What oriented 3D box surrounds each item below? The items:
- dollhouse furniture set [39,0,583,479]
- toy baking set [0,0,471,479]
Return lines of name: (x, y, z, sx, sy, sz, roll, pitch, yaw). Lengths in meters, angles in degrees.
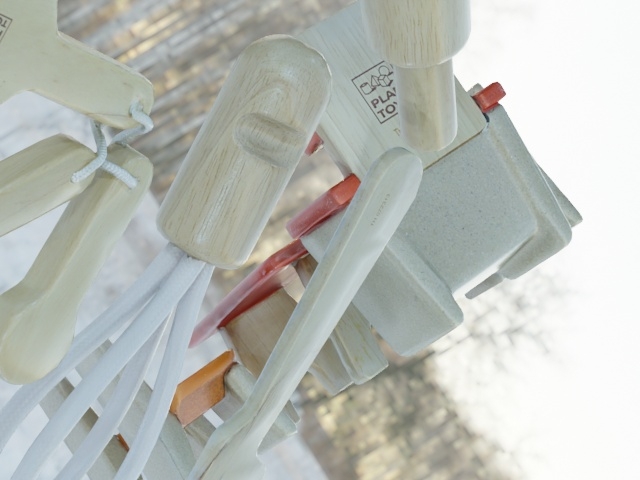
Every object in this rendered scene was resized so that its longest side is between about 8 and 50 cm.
dollhouse furniture set: (0.000, 0.000, 0.782, 0.135, 0.262, 0.259, 55, -28, 3)
toy baking set: (-0.028, -0.021, 0.397, 0.030, 0.197, 0.256, 32, -25, 29)
